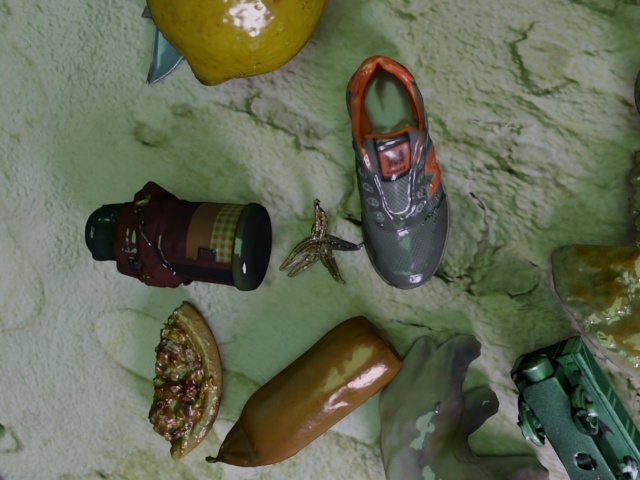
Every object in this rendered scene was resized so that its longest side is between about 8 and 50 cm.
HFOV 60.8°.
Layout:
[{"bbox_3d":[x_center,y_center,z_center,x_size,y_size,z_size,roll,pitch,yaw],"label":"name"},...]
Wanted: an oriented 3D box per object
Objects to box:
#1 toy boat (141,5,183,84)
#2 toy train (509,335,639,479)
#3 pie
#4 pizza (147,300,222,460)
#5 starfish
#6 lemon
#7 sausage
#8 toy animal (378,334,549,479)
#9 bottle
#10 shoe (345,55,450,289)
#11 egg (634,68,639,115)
[{"bbox_3d":[-0.244,-0.307,0.871,0.096,0.034,0.122,9,100,9],"label":"toy boat"},{"bbox_3d":[0.337,0.260,0.708,0.115,0.154,0.269,-33,85,30],"label":"toy train"},{"bbox_3d":[0.479,0.034,0.691,0.338,0.075,0.337,-7,75,27],"label":"pie"},{"bbox_3d":[-0.213,0.221,0.851,0.127,0.058,0.246,14,90,9],"label":"pizza"},{"bbox_3d":[0.003,-0.001,0.820,0.133,0.041,0.130,1,103,11],"label":"starfish"},{"bbox_3d":[-0.113,-0.361,0.734,0.258,0.258,0.310,14,101,9],"label":"lemon"},{"bbox_3d":[-0.030,0.238,0.799,0.328,0.112,0.112,-40,84,8],"label":"sausage"},{"bbox_3d":[0.190,0.296,0.732,0.266,0.188,0.307,17,97,17],"label":"toy animal"},{"bbox_3d":[-0.216,-0.006,0.809,0.271,0.143,0.156,6,91,10],"label":"bottle"},{"bbox_3d":[0.104,-0.098,0.740,0.132,0.171,0.336,-9,88,9],"label":"shoe"},{"bbox_3d":[0.488,-0.213,0.693,0.141,0.141,0.181,32,85,8],"label":"egg"}]
